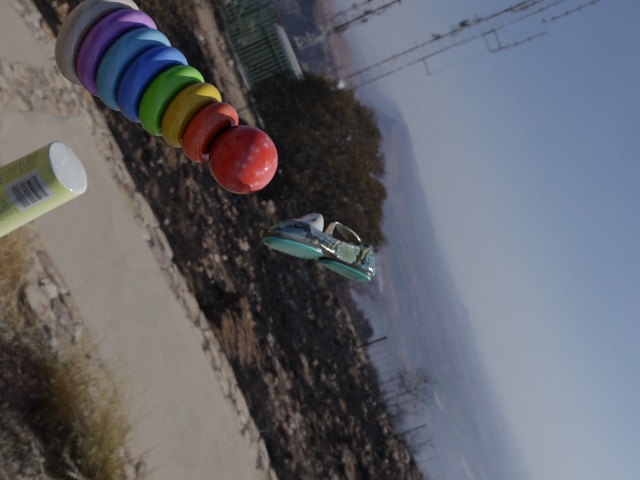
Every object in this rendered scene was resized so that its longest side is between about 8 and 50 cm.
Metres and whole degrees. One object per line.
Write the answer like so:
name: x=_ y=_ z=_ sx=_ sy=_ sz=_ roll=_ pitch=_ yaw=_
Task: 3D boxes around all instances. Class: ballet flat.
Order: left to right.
ballet flat: x=0.000 y=0.000 z=0.859 sx=0.188 sy=0.070 sz=0.070 roll=26 pitch=38 yaw=-41

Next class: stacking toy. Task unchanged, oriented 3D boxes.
stacking toy: x=-0.190 y=-0.185 z=0.876 sx=0.330 sy=0.141 sz=0.141 roll=39 pitch=5 yaw=12

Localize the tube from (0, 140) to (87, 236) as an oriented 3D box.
tube: x=-0.369 y=-0.032 z=0.714 sx=0.062 sy=0.240 sz=0.070 roll=56 pitch=15 yaw=-41
